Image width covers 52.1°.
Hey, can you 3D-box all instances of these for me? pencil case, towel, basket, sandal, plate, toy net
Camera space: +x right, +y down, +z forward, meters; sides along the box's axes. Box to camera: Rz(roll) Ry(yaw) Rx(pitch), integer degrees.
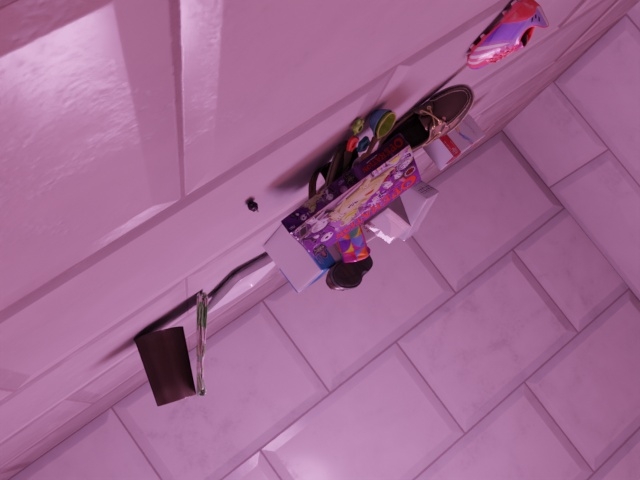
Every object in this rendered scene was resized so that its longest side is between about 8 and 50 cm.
[{"bbox_3d":[0.078,-0.052,1.962,0.105,0.236,0.104,-14,-161,5],"label":"pencil case"},{"bbox_3d":[-0.393,0.349,2.176,0.038,0.324,0.248,0,166,-11],"label":"towel"},{"bbox_3d":[-0.493,0.407,2.115,0.154,0.226,0.204,-18,171,5],"label":"basket"},{"bbox_3d":[0.008,-0.127,1.655,0.120,0.086,0.302,-40,162,-44],"label":"sandal"},{"bbox_3d":[-0.275,0.140,2.351,0.278,0.045,0.277,-32,172,-49],"label":"plate"},{"bbox_3d":[0.109,-0.208,1.552,0.122,0.045,0.232,-39,156,-33],"label":"toy net"}]

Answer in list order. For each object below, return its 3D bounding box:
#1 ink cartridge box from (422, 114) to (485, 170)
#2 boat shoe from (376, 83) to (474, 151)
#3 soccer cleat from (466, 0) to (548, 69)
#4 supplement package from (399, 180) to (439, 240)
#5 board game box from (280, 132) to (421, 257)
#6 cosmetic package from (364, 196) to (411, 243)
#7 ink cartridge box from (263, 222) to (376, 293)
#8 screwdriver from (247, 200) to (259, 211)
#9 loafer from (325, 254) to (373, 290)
[{"bbox_3d":[0.494,-0.374,2.443,0.176,0.127,0.128,-36,174,-21],"label":"ink cartridge box"},{"bbox_3d":[0.283,-0.313,1.777,0.305,0.109,0.091,-35,180,20],"label":"boat shoe"},{"bbox_3d":[0.427,-0.460,1.523,0.083,0.095,0.248,-34,173,-29],"label":"soccer cleat"},{"bbox_3d":[0.297,-0.144,2.450,0.149,0.203,0.194,-27,148,-60],"label":"supplement package"},{"bbox_3d":[0.083,-0.102,1.606,0.347,0.056,0.208,-37,160,3],"label":"board game box"},{"bbox_3d":[0.190,-0.119,2.072,0.107,0.237,0.127,-40,129,21],"label":"cosmetic package"},{"bbox_3d":[0.000,0.000,2.136,0.270,0.198,0.197,-32,172,-37],"label":"ink cartridge box"},{"bbox_3d":[-0.152,-0.078,1.536,0.170,0.024,0.025,-48,162,-88],"label":"screwdriver"},{"bbox_3d":[0.081,0.107,2.054,0.084,0.096,0.267,-35,177,32],"label":"loafer"}]
